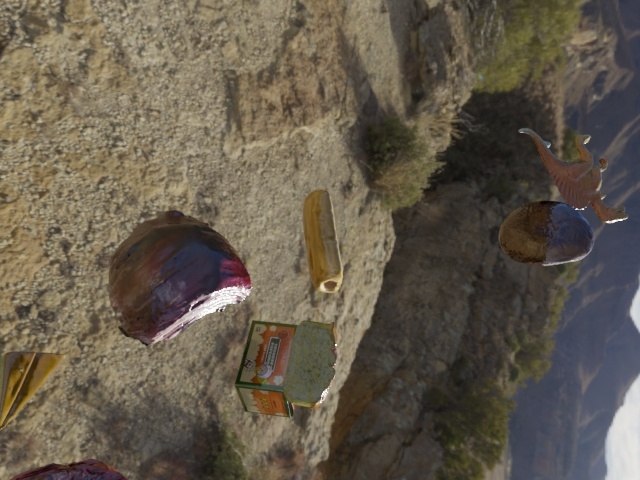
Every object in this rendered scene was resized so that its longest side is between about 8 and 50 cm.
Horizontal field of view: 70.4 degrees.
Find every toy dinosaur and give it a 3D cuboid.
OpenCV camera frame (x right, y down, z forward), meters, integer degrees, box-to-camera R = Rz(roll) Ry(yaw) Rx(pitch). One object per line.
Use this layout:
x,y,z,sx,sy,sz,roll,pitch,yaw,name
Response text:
0.403,-0.101,0.742,0.212,0.057,0.142,2,74,-18,toy dinosaur

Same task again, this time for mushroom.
0.301,-0.012,0.611,0.123,0.123,0.052,-56,136,-44,mushroom

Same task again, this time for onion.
-0.320,0.056,1.000,0.314,0.146,0.280,-30,83,-29,onion

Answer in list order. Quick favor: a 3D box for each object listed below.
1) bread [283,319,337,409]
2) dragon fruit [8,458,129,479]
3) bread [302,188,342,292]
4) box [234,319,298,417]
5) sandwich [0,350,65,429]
-0.014,0.222,0.827,0.125,0.086,0.156,95,7,-79,bread
-0.457,0.505,0.832,0.317,0.205,0.152,29,37,-20,dragon fruit
0.000,0.000,1.329,0.142,0.091,0.305,98,-14,-62,bread
-0.129,0.353,1.244,0.178,0.148,0.195,89,10,-47,box
-0.671,0.354,1.020,0.144,0.117,0.187,31,33,-50,sandwich
